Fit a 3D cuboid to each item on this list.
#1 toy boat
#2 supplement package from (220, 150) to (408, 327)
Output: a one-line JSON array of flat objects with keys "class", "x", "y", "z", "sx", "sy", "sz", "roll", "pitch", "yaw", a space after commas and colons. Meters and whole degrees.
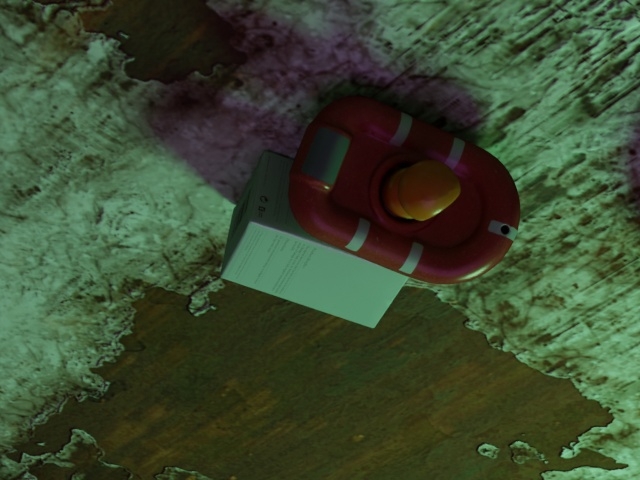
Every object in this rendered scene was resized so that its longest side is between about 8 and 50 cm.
[{"class": "toy boat", "x": 0.092, "y": -0.046, "z": 1.524, "sx": 0.231, "sy": 0.151, "sz": 0.151, "roll": 22, "pitch": 175, "yaw": -16}, {"class": "supplement package", "x": 0.000, "y": 0.000, "z": 1.651, "sx": 0.179, "sy": 0.105, "sz": 0.105, "roll": 19, "pitch": 137, "yaw": -11}]
